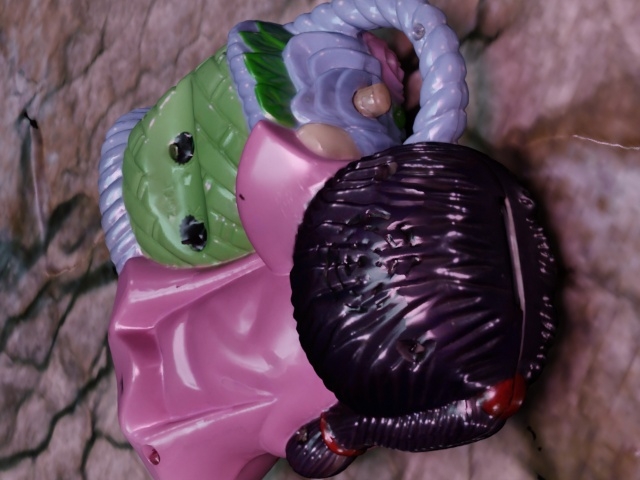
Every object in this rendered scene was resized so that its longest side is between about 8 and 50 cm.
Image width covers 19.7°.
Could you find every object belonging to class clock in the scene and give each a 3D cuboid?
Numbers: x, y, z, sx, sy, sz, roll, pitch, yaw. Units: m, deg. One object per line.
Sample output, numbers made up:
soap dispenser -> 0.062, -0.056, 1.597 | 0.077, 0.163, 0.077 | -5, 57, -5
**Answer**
clock -> 0.000, 0.000, 0.740 | 0.195, 0.100, 0.194 | -21, 71, 44
